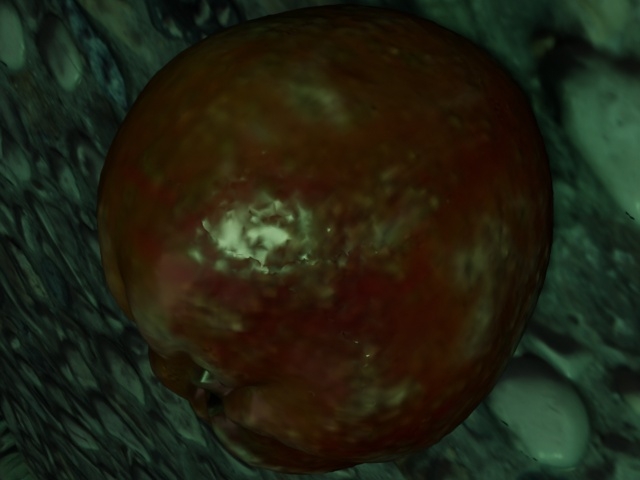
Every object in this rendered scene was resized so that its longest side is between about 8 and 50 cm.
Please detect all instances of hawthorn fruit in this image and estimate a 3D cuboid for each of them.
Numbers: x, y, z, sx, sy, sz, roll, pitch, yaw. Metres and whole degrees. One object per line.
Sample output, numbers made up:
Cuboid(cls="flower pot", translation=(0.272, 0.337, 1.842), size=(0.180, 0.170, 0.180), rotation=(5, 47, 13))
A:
Cuboid(cls="hawthorn fruit", translation=(0.000, 0.000, 0.707), size=(0.284, 0.284, 0.284), rotation=(39, 150, 28))
